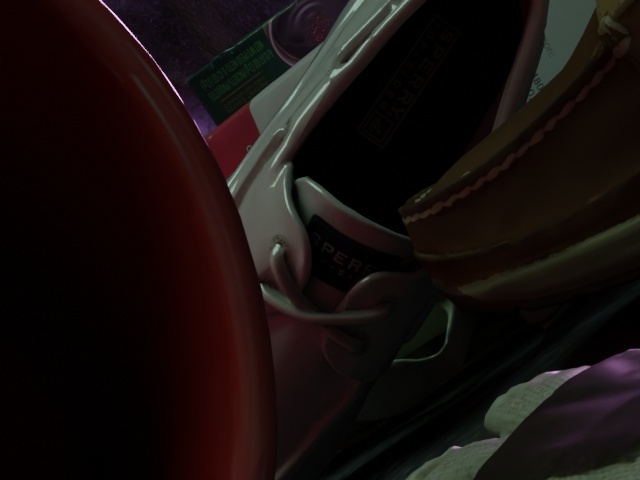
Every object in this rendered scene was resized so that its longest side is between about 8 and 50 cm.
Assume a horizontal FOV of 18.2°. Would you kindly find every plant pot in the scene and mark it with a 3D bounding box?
[{"bbox_3d":[-0.154,0.066,0.530,0.275,0.275,0.243,-36,-10,-15],"label":"plant pot"}]

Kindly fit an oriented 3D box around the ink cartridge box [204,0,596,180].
[{"bbox_3d":[0.083,-0.057,0.900,0.237,0.100,0.172,-35,-18,37],"label":"ink cartridge box"}]

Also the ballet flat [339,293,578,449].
[{"bbox_3d":[0.061,0.021,0.772,0.206,0.073,0.067,-38,28,18],"label":"ballet flat"}]

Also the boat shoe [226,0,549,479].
[{"bbox_3d":[0.000,0.000,0.706,0.258,0.095,0.084,-65,9,-5],"label":"boat shoe"}]

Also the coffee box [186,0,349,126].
[{"bbox_3d":[0.027,-0.046,1.077,0.113,0.184,0.040,-33,5,20],"label":"coffee box"}]

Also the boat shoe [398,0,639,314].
[{"bbox_3d":[0.147,-0.093,0.578,0.324,0.120,0.122,-34,2,32],"label":"boat shoe"}]

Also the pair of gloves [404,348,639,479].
[{"bbox_3d":[0.015,0.071,0.293,0.240,0.042,0.204,-37,2,-28],"label":"pair of gloves"}]
